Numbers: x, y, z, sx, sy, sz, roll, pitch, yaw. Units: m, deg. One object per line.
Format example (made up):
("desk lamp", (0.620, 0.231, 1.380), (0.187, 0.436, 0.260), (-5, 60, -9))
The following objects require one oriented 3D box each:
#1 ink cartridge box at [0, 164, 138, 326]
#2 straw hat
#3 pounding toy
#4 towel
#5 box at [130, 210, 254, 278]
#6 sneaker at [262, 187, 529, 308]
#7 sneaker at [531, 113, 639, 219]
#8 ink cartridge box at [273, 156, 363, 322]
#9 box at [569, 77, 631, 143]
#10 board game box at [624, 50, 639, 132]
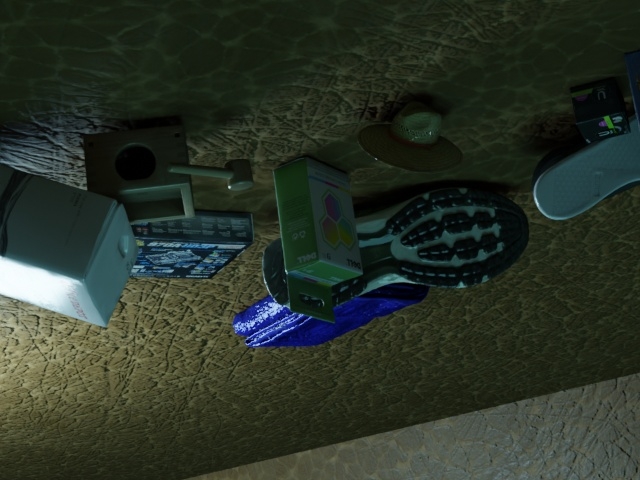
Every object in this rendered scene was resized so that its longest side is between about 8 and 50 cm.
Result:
("ink cartridge box", (-0.390, -0.008, 1.896), (0.283, 0.117, 0.207), (17, 161, 7))
("straw hat", (0.122, -0.145, 1.927), (0.145, 0.144, 0.061), (1, 121, -24))
("pounding toy", (-0.191, -0.099, 1.898), (0.206, 0.094, 0.181), (-7, 162, -3))
("towel", (0.018, 0.127, 2.667), (0.228, 0.076, 0.308), (10, 155, -39))
("box", (-0.234, 0.007, 2.258), (0.220, 0.051, 0.175), (2, 159, -27))
("sneaker", (0.111, -0.005, 2.307), (0.410, 0.158, 0.182), (-9, -168, -2))
("sneaker", (0.418, -0.122, 2.090), (0.296, 0.104, 0.147), (-25, -172, -2))
("ink cartridge box", (0.000, 0.000, 2.082), (0.062, 0.209, 0.109), (-18, 159, 30))
("box", (0.368, -0.170, 1.974), (0.062, 0.052, 0.083), (-14, 161, 17))
("board game box", (0.425, -0.124, 1.900), (0.035, 0.201, 0.136), (-12, 161, 12))
